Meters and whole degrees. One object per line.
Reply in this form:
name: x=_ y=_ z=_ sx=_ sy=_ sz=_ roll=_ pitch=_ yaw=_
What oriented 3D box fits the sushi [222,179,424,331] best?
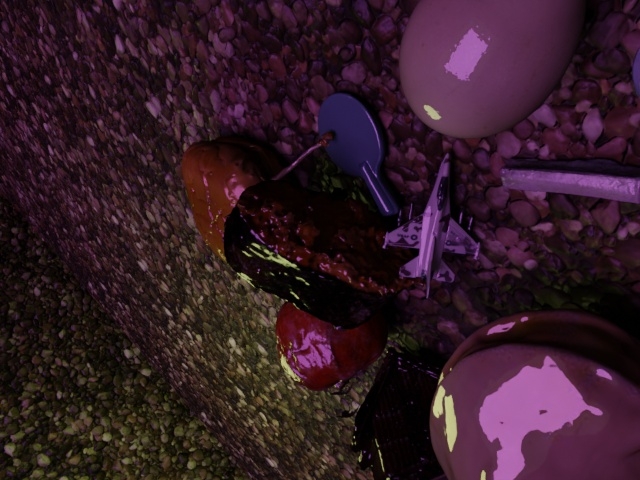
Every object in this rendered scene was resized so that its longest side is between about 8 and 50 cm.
sushi: x=0.000 y=0.000 z=1.099 sx=0.349 sy=0.234 sz=0.207 roll=24 pitch=142 yaw=-15

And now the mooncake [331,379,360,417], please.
mooncake: x=0.051 y=0.332 z=1.363 sx=0.057 sy=0.347 sz=0.150 roll=31 pitch=103 yaw=3

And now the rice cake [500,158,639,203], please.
rice cake: x=0.338 y=-0.081 z=0.804 sx=0.207 sy=0.036 sz=0.047 roll=11 pitch=140 yaw=45

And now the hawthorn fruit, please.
hawthorn fruit: x=0.003 y=0.166 z=1.263 sx=0.271 sy=0.242 sz=0.242 roll=62 pitch=146 yaw=3

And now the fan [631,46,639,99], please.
fan: x=0.423 y=-0.166 z=0.649 sx=0.175 sy=0.005 sz=0.113 roll=40 pitch=144 yaw=21

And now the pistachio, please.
pistachio: x=0.346 y=0.298 z=0.910 sx=0.365 sy=0.281 sz=0.445 roll=22 pitch=129 yaw=16

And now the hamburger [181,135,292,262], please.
hamburger: x=-0.182 y=-0.078 z=1.322 sx=0.319 sy=0.158 sz=0.318 roll=31 pitch=137 yaw=34

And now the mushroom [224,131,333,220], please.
mushroom: x=-0.082 y=-0.115 z=1.135 sx=0.286 sy=0.028 sz=0.025 roll=-34 pitch=73 yaw=29

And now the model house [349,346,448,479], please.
model house: x=0.206 y=0.393 z=1.278 sx=0.317 sy=0.297 sz=0.282 roll=81 pitch=171 yaw=-54

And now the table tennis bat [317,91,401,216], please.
table tennis bat: x=0.073 y=-0.149 z=1.062 sx=0.149 sy=0.038 sz=0.237 roll=-26 pitch=95 yaw=55

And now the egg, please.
egg: x=0.196 y=-0.233 z=0.698 sx=0.188 sy=0.189 sz=0.253 roll=45 pitch=140 yaw=12

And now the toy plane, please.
toy plane: x=0.188 y=-0.027 z=0.986 sx=0.160 sy=0.082 sz=0.234 roll=7 pitch=100 yaw=4
